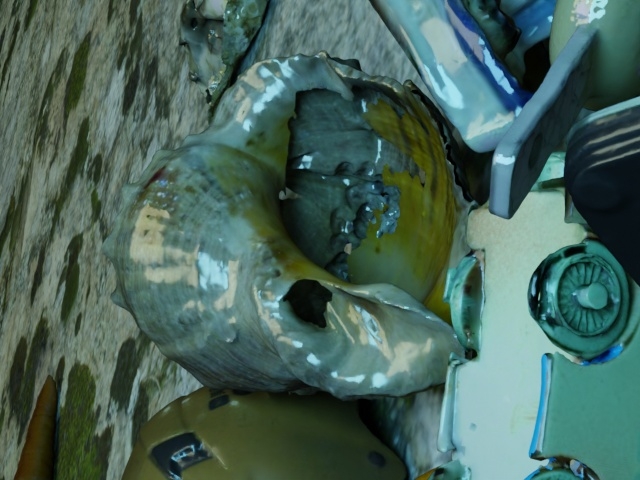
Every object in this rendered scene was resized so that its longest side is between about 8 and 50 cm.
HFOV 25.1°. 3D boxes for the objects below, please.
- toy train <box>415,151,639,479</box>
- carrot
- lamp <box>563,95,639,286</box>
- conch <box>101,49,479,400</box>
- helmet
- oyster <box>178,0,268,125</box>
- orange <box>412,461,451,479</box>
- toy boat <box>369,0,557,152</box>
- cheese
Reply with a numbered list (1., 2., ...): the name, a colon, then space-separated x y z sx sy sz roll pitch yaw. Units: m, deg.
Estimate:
1. toy train: 0.094 0.062 0.520 0.072 0.099 0.188 -14 64 63
2. carrot: -0.294 0.229 1.482 0.048 0.048 0.216 128 152 -48
3. lamp: 0.184 -0.117 0.426 0.203 0.124 0.283 -15 59 43
4. conch: 0.000 0.000 0.715 0.245 0.163 0.178 27 113 51
5. helmet: -0.052 0.160 0.791 0.224 0.130 0.198 27 100 69
6. oyster: -0.068 -0.178 1.159 0.200 0.061 0.106 -53 49 51
7. orange: 0.061 0.130 0.589 0.083 0.083 0.084 -167 90 -69
8. toy boat: 0.079 -0.132 0.679 0.115 0.114 0.262 -35 34 7
9. cheese: 0.102 -0.074 0.516 0.192 0.037 0.097 -53 -28 -41
